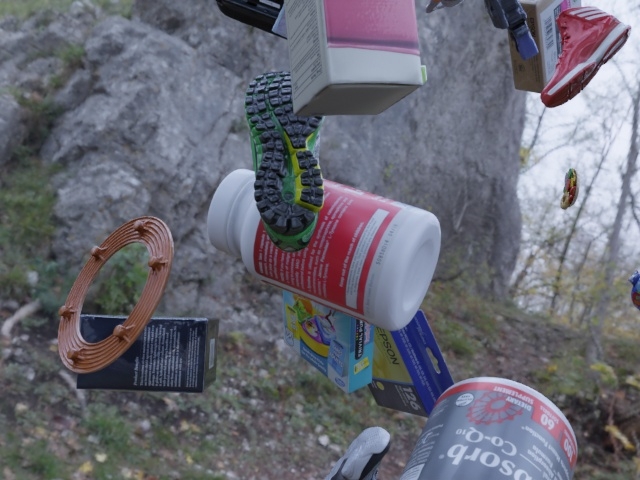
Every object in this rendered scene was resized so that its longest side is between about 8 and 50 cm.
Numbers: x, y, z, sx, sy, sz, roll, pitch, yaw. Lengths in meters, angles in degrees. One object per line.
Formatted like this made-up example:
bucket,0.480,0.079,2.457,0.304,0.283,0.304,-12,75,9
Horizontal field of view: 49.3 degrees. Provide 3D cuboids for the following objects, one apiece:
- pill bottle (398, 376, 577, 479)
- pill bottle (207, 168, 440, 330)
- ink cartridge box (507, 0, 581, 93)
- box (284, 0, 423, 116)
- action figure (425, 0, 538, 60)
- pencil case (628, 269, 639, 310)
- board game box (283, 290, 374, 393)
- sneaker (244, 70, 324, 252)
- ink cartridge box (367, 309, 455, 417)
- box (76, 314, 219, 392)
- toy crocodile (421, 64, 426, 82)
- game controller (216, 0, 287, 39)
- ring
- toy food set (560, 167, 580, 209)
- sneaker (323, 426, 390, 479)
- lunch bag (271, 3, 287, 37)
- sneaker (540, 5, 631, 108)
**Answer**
pill bottle,0.191,0.361,0.884,0.210,0.363,0.210,15,-55,21
pill bottle,0.000,0.000,1.322,0.408,0.228,0.229,19,-11,23
ink cartridge box,0.528,-0.495,1.632,0.088,0.193,0.234,24,-33,42
box,0.034,-0.288,0.888,0.127,0.232,0.149,-4,-3,-19
action figure,0.211,-0.424,1.162,0.341,0.179,0.330,57,1,-19
pencil case,0.747,0.144,1.330,0.120,0.133,0.306,-16,34,-26
board game box,0.014,0.144,1.605,0.079,0.335,0.254,-20,33,-33
sneaker,-0.063,-0.139,1.155,0.134,0.343,0.146,3,-29,-4
ink cartridge box,0.202,0.322,1.839,0.307,0.072,0.303,-5,-67,58
box,-0.414,0.275,1.727,0.294,0.182,0.296,3,-7,-2
toy crocodile,0.183,-0.451,1.912,0.105,0.115,0.340,-16,12,-12
game controller,-0.097,-0.517,1.464,0.319,0.166,0.067,27,36,22
ring,-0.411,0.095,1.360,0.337,0.336,0.032,11,-19,47
toy food set,0.518,-0.109,1.446,0.020,0.082,0.083,7,-18,6
sneaker,0.103,0.497,1.417,0.153,0.268,0.101,32,29,0
lunch bag,-0.053,-0.438,1.370,0.053,0.071,0.083,45,34,25
sneaker,0.491,-0.370,1.384,0.128,0.221,0.087,47,-3,24
